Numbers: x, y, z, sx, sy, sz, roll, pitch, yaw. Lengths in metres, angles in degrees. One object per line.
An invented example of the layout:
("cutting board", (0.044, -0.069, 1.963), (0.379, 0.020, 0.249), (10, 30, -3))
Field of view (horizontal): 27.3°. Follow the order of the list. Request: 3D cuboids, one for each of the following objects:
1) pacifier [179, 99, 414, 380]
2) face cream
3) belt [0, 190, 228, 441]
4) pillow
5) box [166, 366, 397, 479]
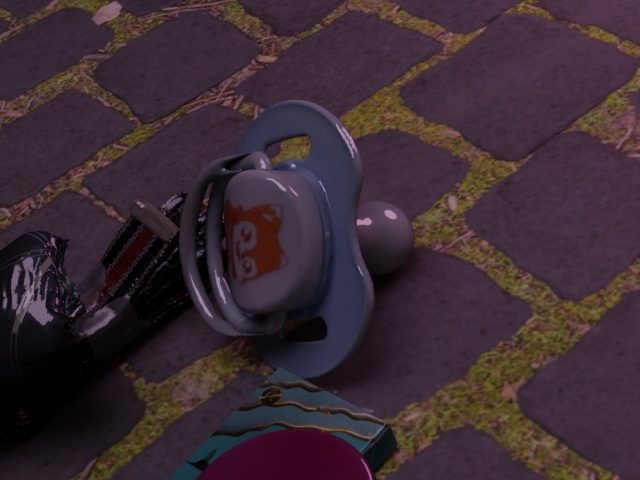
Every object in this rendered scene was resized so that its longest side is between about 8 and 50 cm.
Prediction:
("pacifier", (0.000, 0.000, 1.445), (0.233, 0.299, 0.244), (-1, -4, -38))
("face cream", (-0.012, 0.282, 1.102), (0.175, 0.195, 0.175), (-12, 41, 11))
("belt", (-0.256, 0.087, 1.512), (0.359, 0.126, 0.094), (-42, 52, -15))
("pillow", (-0.386, 0.118, 1.406), (0.335, 0.092, 0.161), (-32, 47, 17))
("box", (-0.056, 0.238, 1.295), (0.162, 0.041, 0.229), (22, 56, 40))
